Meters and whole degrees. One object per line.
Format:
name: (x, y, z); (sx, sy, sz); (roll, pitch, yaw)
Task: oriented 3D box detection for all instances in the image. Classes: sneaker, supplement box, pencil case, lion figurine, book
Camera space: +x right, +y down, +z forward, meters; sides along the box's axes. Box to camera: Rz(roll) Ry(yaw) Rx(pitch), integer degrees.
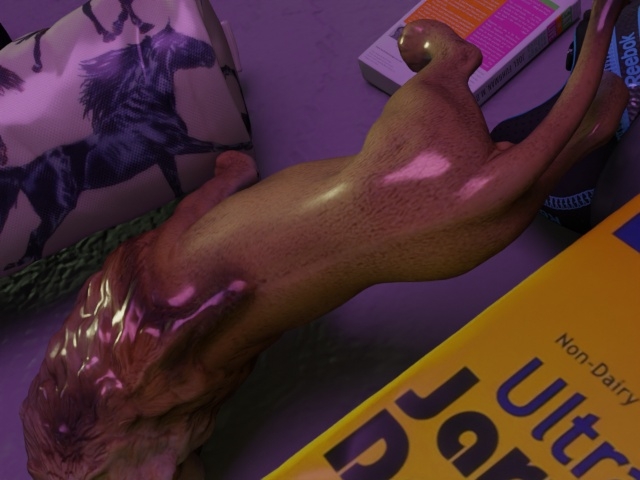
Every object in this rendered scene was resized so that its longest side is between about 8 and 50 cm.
sneaker: (0.240, -0.142, 0.696); (0.140, 0.125, 0.341); (24, 62, 35)
supplement box: (0.091, 0.174, 0.441); (0.357, 0.195, 0.194); (-36, 50, -12)
pencil case: (-0.235, -0.051, 0.759); (0.410, 0.159, 0.183); (-27, 22, -4)
lion figurine: (0.000, 0.000, 0.580); (0.392, 0.142, 0.240); (-38, 11, 33)
book: (0.113, -0.154, 0.812); (0.144, 0.035, 0.096); (-41, 54, -15)

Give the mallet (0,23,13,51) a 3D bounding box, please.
mallet: (-0.371, -0.193, 0.987); (0.190, 0.062, 0.039); (6, 52, 24)
